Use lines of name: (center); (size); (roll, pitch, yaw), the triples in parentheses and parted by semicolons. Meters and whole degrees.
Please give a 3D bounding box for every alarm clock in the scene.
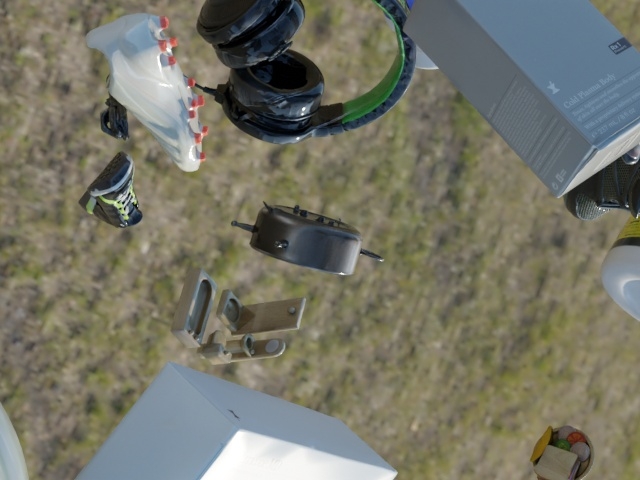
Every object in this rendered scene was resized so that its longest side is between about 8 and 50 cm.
alarm clock: (0.000, 0.000, 1.680); (0.192, 0.129, 0.064); (15, 95, -37)

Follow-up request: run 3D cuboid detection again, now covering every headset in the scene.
headset: (-0.077, -0.213, 1.748); (0.185, 0.394, 0.243); (-87, 166, -49)

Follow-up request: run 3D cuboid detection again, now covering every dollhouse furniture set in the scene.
dollhouse furniture set: (-0.124, 0.114, 2.157); (0.151, 0.123, 0.144); (52, 40, -42)

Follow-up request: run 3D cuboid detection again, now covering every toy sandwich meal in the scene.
toy sandwich meal: (0.292, 0.262, 1.714); (0.085, 0.085, 0.029); (-60, 146, -17)

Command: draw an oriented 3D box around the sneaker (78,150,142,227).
sneaker: (-0.312, -0.072, 2.223); (0.084, 0.097, 0.234); (-52, -172, -16)

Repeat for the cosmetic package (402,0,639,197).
cosmetic package: (0.205, -0.173, 1.345); (0.127, 0.238, 0.107); (-34, 166, -28)

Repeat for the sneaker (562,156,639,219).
sneaker: (0.367, -0.057, 1.685); (0.227, 0.087, 0.130); (132, -44, -54)

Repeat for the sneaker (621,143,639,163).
sneaker: (0.282, -0.117, 1.522); (0.061, 0.158, 0.065); (-10, 111, -37)

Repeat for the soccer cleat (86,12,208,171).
soccer cleat: (-0.158, -0.137, 1.323); (0.196, 0.076, 0.068); (71, 15, -50)

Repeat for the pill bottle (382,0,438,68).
pill bottle: (0.161, -0.409, 2.179); (0.152, 0.152, 0.272); (-47, 134, -36)

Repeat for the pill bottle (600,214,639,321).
pill bottle: (0.547, -0.040, 1.965); (0.334, 0.188, 0.188); (-54, 149, -19)

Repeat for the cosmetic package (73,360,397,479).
cosmetic package: (-0.107, 0.270, 1.250); (0.284, 0.097, 0.377); (-50, 154, 3)

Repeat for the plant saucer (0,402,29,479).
plant saucer: (-0.403, 0.202, 0.953); (0.100, 0.400, 0.400); (-100, -167, -62)
